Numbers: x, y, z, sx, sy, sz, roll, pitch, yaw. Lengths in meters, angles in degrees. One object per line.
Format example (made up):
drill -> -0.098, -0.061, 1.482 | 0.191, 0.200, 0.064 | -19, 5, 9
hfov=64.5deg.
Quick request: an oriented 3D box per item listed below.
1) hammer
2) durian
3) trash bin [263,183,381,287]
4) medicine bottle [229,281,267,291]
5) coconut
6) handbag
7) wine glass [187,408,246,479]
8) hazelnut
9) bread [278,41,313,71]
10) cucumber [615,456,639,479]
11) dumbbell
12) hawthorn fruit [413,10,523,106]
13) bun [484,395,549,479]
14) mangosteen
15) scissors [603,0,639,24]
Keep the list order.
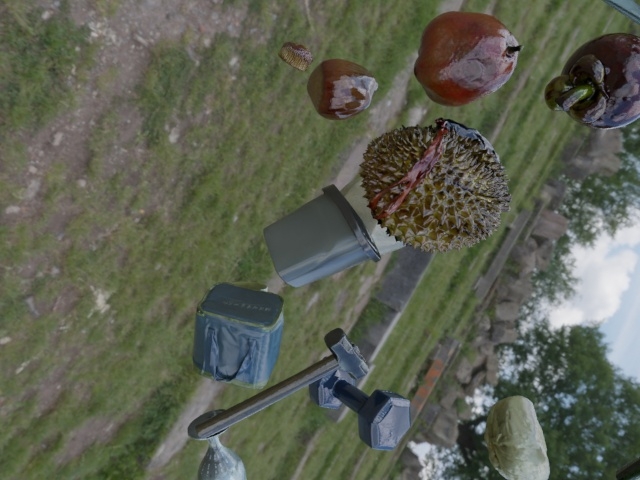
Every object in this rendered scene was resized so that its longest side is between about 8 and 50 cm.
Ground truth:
hammer -> -0.086, 0.297, 0.993 | 0.365, 0.111, 0.043 | -30, -148, 7
durian -> 0.280, -0.139, 1.263 | 0.347, 0.384, 0.348 | 20, 90, -74
trash bin -> 0.000, 0.000, 1.378 | 0.250, 0.219, 0.220 | -26, 156, 10
medicine bottle -> -0.283, 0.325, 1.887 | 0.151, 0.151, 0.323 | -14, 110, -70
coconut -> 0.174, -0.064, 1.600 | 0.237, 0.265, 0.238 | -41, 147, -34
handbag -> -0.246, 0.280, 1.516 | 0.222, 0.262, 0.241 | -65, 169, -65
wine glass -> -0.259, 0.568, 1.295 | 0.126, 0.126, 0.242 | -34, 117, -59
hazelnut -> 0.061, -0.463, 1.533 | 0.210, 0.186, 0.210 | -42, -159, 20
bread -> -0.057, -0.445, 1.214 | 0.053, 0.085, 0.085 | -58, 167, 20
cucumber -> 0.722, 0.501, 1.106 | 0.062, 0.116, 0.115 | -85, -159, -54
dumbbell -> 0.101, 0.448, 1.424 | 0.160, 0.324, 0.144 | -44, 122, -20
hawthorn fruit -> 0.352, -0.425, 1.189 | 0.224, 0.260, 0.224 | -15, 110, -48
bun -> 0.384, 0.397, 1.005 | 0.188, 0.110, 0.164 | -73, 153, -59
mangosteen -> 0.631, -0.352, 1.157 | 0.257, 0.215, 0.215 | -21, 152, -13
scissors -> 0.672, -0.635, 1.249 | 0.192, 0.447, 0.029 | -31, 155, -6
